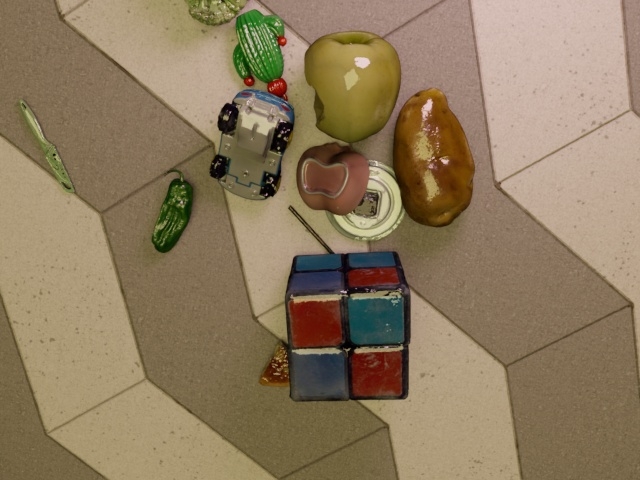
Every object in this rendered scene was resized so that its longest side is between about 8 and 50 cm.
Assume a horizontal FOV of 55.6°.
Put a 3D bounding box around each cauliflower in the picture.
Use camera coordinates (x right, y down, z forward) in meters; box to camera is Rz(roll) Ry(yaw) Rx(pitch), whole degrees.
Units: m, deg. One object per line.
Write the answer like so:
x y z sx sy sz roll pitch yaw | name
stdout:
-0.257 -0.693 1.478 0.272 0.250 0.275 -32 104 12 | cauliflower

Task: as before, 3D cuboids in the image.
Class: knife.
-0.779 -0.268 1.729 0.043 0.020 0.293 -22 101 7 | knife

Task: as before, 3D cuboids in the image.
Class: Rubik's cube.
0.073 0.221 1.633 0.318 0.316 0.313 -2 106 2 | Rubik's cube

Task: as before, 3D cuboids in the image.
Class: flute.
0.000 0.000 1.745 0.014 0.014 0.269 -41 97 11 | flute

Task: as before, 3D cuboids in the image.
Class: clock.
0.125 -0.108 1.692 0.236 0.053 0.236 1 103 2 | clock

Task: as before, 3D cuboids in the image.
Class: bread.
-0.096 0.389 1.822 0.136 0.054 0.154 26 109 -1 | bread

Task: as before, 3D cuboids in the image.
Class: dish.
0.020 -0.170 1.633 0.213 0.090 0.213 1 94 20 | dish

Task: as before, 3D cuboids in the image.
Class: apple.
0.079 -0.393 1.522 0.279 0.279 0.279 1 103 3 | apple

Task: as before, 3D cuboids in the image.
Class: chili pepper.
-0.420 -0.076 1.723 0.100 0.074 0.257 22 104 -2 | chili pepper

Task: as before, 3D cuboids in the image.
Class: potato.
0.297 -0.213 1.607 0.195 0.176 0.369 -6 100 33 | potato

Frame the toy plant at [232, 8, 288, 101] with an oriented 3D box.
-0.161 -0.485 1.607 0.154 0.088 0.240 7 115 14 | toy plant

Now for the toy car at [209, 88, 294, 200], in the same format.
-0.176 -0.254 1.628 0.198 0.166 0.314 19 133 1 | toy car
